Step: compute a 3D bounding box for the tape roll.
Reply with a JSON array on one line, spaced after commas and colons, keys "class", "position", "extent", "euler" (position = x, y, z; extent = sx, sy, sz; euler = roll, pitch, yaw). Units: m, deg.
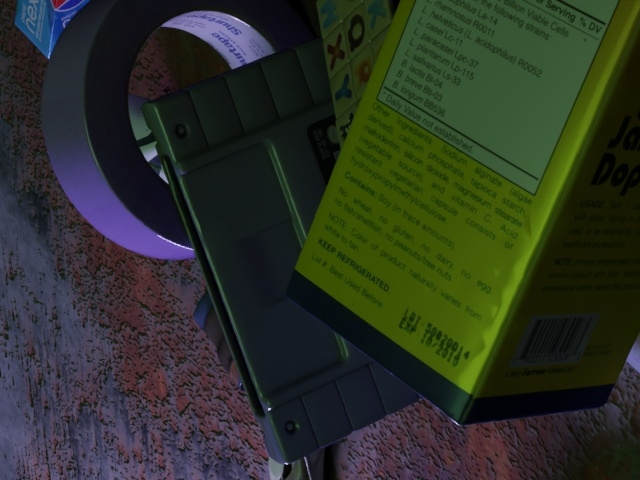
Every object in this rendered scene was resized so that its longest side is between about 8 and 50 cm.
[{"class": "tape roll", "position": [-0.122, -0.121, 1.701], "extent": [0.090, 0.274, 0.275], "euler": [-9, 104, 55]}]

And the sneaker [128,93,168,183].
[{"class": "sneaker", "position": [-0.132, -0.119, 1.881], "extent": [0.235, 0.094, 0.153], "euler": [44, 140, 27]}]

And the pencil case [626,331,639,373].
[{"class": "pencil case", "position": [0.286, 0.068, 1.424], "extent": [0.273, 0.113, 0.124], "euler": [43, 171, 28]}]

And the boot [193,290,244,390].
[{"class": "boot", "position": [-0.088, 0.068, 1.956], "extent": [0.106, 0.082, 0.219], "euler": [46, 144, 21]}]

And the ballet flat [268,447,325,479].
[{"class": "ballet flat", "position": [-0.028, 0.276, 2.023], "extent": [0.072, 0.068, 0.213], "euler": [28, 133, 42]}]

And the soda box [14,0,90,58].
[{"class": "soda box", "position": [-0.283, -0.306, 1.983], "extent": [0.071, 0.067, 0.210], "euler": [47, 143, 24]}]

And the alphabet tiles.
[{"class": "alphabet tiles", "position": [0.060, -0.142, 1.526], "extent": [0.198, 0.009, 0.237], "euler": [-37, 57, 55]}]

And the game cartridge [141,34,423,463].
[{"class": "game cartridge", "position": [0.000, 0.000, 1.660], "extent": [0.355, 0.230, 0.068], "euler": [70, 163, -10]}]

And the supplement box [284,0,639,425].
[{"class": "supplement box", "position": [0.158, -0.068, 1.320], "extent": [0.194, 0.195, 0.357], "euler": [35, 112, 35]}]
